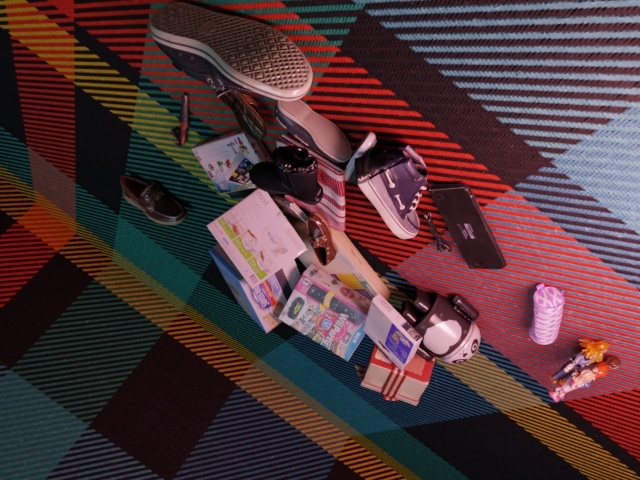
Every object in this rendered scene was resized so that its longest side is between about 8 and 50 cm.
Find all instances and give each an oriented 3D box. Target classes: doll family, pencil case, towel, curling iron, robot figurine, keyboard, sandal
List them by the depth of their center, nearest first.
[{"bbox_3d":[0.384,-0.034,1.655,0.201,0.033,0.317,-1,134,43],"label":"keyboard"},{"bbox_3d":[0.744,0.351,1.692,0.118,0.263,0.163,58,132,26],"label":"doll family"},{"bbox_3d":[0.642,0.214,1.698,0.088,0.086,0.206,56,167,42],"label":"pencil case"},{"bbox_3d":[-0.225,-0.394,1.738,0.219,0.060,0.090,49,145,5],"label":"sandal"},{"bbox_3d":[-0.024,-0.165,1.809,0.237,0.037,0.329,32,158,18],"label":"towel"},{"bbox_3d":[0.395,0.285,1.956,0.278,0.173,0.209,40,150,-7],"label":"robot figurine"},{"bbox_3d":[-0.470,-0.401,1.989,0.068,0.035,0.274,36,151,-1],"label":"curling iron"},{"bbox_3d":[-0.099,-0.101,1.995,0.113,0.023,0.152,46,169,-32],"label":"towel"}]

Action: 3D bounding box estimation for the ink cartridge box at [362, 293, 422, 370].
[{"bbox_3d":[0.235,0.309,1.978,0.206,0.045,0.208,45,150,24],"label":"ink cartridge box"}]

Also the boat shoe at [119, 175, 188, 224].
[{"bbox_3d":[-0.704,-0.177,2.471,0.342,0.123,0.123,30,152,22],"label":"boat shoe"}]

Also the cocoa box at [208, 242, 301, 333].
[{"bbox_3d":[-0.228,0.135,2.263,0.231,0.228,0.347,38,158,39],"label":"cocoa box"}]

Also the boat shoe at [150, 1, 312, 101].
[{"bbox_3d":[-0.224,-0.461,1.518,0.500,0.187,0.156,27,155,24],"label":"boat shoe"}]

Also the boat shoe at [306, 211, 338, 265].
[{"bbox_3d":[0.000,0.000,1.943,0.073,0.073,0.207,15,145,39],"label":"boat shoe"}]

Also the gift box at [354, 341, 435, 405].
[{"bbox_3d":[0.282,0.434,2.217,0.276,0.255,0.258,22,147,11],"label":"gift box"}]

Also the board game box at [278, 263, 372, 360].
[{"bbox_3d":[0.031,0.263,2.165,0.303,0.097,0.224,31,117,4],"label":"board game box"}]

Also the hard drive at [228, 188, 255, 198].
[{"bbox_3d":[-0.295,-0.190,2.128,0.135,0.022,0.094,5,138,42],"label":"hard drive"}]

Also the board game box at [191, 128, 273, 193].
[{"bbox_3d":[-0.283,-0.258,1.964,0.305,0.053,0.193,-3,126,47],"label":"board game box"}]

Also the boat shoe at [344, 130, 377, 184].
[{"bbox_3d":[0.121,-0.214,1.618,0.076,0.080,0.228,30,152,-2],"label":"boat shoe"}]

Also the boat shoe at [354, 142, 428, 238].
[{"bbox_3d":[0.234,-0.124,1.592,0.158,0.127,0.340,-19,144,25],"label":"boat shoe"}]

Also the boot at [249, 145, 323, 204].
[{"bbox_3d":[-0.108,-0.205,1.674,0.246,0.094,0.207,23,160,17],"label":"boot"}]

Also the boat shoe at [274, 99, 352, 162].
[{"bbox_3d":[-0.025,-0.294,1.631,0.254,0.095,0.079,37,149,0],"label":"boat shoe"}]

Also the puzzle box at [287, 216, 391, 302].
[{"bbox_3d":[0.045,0.077,2.137,0.272,0.052,0.409,-5,132,48],"label":"puzzle box"}]

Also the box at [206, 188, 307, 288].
[{"bbox_3d":[-0.209,-0.011,1.993,0.262,0.231,0.127,53,176,-2],"label":"box"}]
